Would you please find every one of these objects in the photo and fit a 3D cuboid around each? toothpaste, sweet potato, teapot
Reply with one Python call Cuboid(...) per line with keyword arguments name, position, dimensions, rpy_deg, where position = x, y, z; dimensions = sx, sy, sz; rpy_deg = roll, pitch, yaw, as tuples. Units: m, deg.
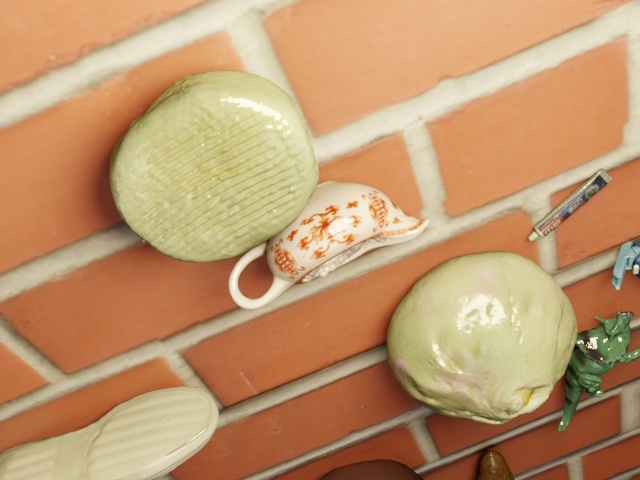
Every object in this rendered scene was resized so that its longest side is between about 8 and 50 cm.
Cuboid(name="toothpaste", position=(0.345, -0.046, 1.025), dimensions=(0.140, 0.021, 0.037), rpy_deg=(-44, 136, 18))
Cuboid(name="sweet potato", position=(0.360, 0.548, 1.548), dimensions=(0.113, 0.092, 0.342), rpy_deg=(5, 131, -2))
Cuboid(name="teapot", position=(0.000, 0.000, 0.867), dimensions=(0.245, 0.159, 0.116), rpy_deg=(-32, 92, 2))

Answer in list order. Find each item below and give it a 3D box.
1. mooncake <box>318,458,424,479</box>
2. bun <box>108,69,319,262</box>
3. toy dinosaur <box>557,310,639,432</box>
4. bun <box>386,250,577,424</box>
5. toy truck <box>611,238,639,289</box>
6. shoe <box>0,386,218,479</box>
Cuboid(name="mooncake", position=(0.079, 0.566, 1.408), dimensions=(0.333, 0.174, 0.326), rpy_deg=(-36, 130, 20))
Cuboid(name="bun", position=(-0.107, -0.081, 0.770), dimensions=(0.221, 0.108, 0.221), rpy_deg=(-5, 128, -7))
Cuboid(name="toy dinosaur", position=(0.490, 0.224, 1.297), dimensions=(0.119, 0.079, 0.292), rpy_deg=(-7, 132, -5))
Cuboid(name="bun", position=(0.237, 0.159, 1.047), dimensions=(0.283, 0.179, 0.283), rpy_deg=(-5, 122, -7))
Cuboid(name="toy truck", position=(0.479, 0.038, 1.114), dimensions=(0.090, 0.073, 0.056), rpy_deg=(-20, 135, -2))
Cuboid(name="shoe", position=(-0.298, 0.340, 1.090), dimensions=(0.362, 0.132, 0.160), rpy_deg=(-20, 135, 6))
